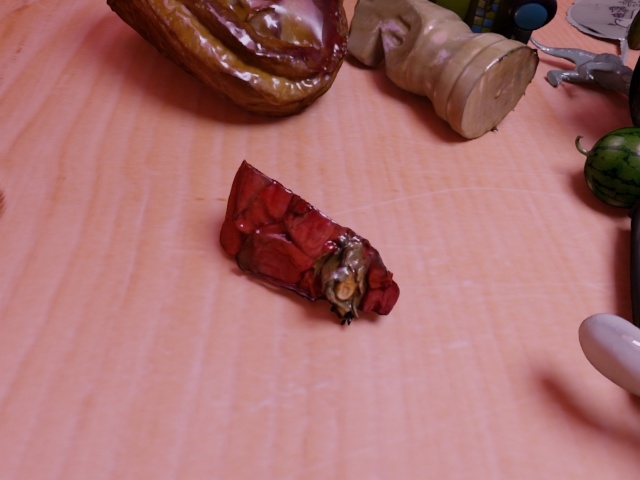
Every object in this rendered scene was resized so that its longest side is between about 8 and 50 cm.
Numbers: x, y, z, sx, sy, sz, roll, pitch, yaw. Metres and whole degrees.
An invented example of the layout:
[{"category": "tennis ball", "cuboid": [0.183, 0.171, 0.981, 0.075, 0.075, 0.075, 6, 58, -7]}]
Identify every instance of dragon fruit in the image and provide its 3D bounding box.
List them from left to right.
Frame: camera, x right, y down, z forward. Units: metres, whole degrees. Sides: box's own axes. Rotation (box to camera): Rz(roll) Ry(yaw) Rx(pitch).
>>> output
[{"category": "dragon fruit", "cuboid": [-0.011, 0.016, 0.466, 0.192, 0.122, 0.092, 34, 93, 18]}]

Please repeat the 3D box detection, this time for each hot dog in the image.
[{"category": "hot dog", "cuboid": [-0.136, -0.323, 0.664, 0.267, 0.174, 0.387, -31, 58, -31]}]

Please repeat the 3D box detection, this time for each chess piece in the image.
[{"category": "chess piece", "cuboid": [0.149, -0.280, 0.685, 0.137, 0.137, 0.301, -25, 56, -25]}]

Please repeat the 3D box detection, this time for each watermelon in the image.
[{"category": "watermelon", "cuboid": [0.363, -0.086, 0.561, 0.108, 0.109, 0.109, 3, 49, -3]}]

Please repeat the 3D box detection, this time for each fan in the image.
[{"category": "fan", "cuboid": [0.572, -0.386, 0.878, 0.233, 0.012, 0.415, 15, 51, 23]}]

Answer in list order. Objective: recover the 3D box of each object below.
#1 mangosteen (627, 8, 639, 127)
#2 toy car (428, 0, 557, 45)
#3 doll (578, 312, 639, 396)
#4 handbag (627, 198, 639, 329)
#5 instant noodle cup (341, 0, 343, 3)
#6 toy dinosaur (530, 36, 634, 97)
[{"category": "mangosteen", "cuboid": [0.523, -0.205, 0.545, 0.311, 0.311, 0.311, 3, 49, -3]}, {"category": "toy car", "cuboid": [0.246, -0.383, 0.708, 0.198, 0.248, 0.204, 15, 69, 11]}, {"category": "doll", "cuboid": [0.302, 0.152, 0.274, 0.311, 0.159, 0.243, 27, 78, 25]}, {"category": "handbag", "cuboid": [0.409, 0.071, 0.443, 0.223, 0.080, 0.247, 14, 51, 16]}, {"category": "instant noodle cup", "cuboid": [-0.021, -0.524, 0.811, 0.215, 0.236, 0.216, 2, 49, -3]}, {"category": "toy dinosaur", "cuboid": [0.447, -0.278, 0.762, 0.167, 0.053, 0.242, -19, 49, -21]}]
